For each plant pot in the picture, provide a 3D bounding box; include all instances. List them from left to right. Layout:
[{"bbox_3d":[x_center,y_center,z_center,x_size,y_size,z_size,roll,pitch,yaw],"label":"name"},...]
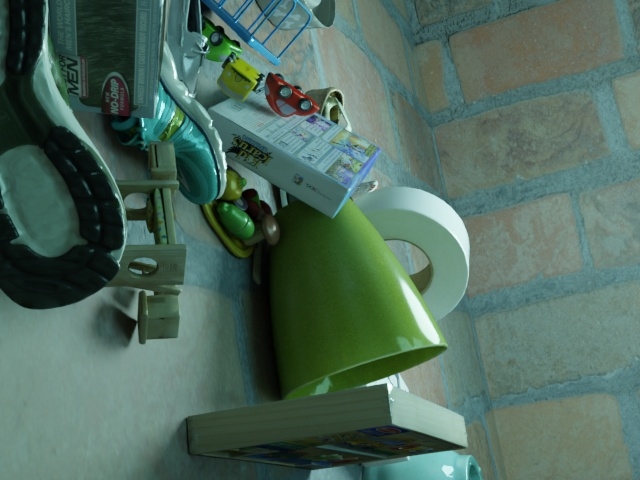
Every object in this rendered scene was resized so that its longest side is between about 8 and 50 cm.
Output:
[{"bbox_3d":[0.028,0.080,1.367,0.275,0.275,0.293,26,44,-67],"label":"plant pot"},{"bbox_3d":[0.225,0.528,1.677,0.293,0.196,0.293,-14,90,-72],"label":"plant pot"}]

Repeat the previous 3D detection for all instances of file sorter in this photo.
[{"bbox_3d":[-0.115,-0.388,1.361,0.170,0.104,0.118,46,10,19],"label":"file sorter"}]

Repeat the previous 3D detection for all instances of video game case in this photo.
[{"bbox_3d":[-0.042,-0.155,1.365,0.061,0.244,0.269,-62,176,23],"label":"video game case"}]

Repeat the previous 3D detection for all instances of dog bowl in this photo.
[{"bbox_3d":[-0.077,-0.598,1.743,0.349,0.102,0.348,-13,90,-71],"label":"dog bowl"}]

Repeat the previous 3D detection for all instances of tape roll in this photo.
[{"bbox_3d":[0.155,0.036,1.687,0.100,0.286,0.286,-70,143,-58],"label":"tape roll"}]

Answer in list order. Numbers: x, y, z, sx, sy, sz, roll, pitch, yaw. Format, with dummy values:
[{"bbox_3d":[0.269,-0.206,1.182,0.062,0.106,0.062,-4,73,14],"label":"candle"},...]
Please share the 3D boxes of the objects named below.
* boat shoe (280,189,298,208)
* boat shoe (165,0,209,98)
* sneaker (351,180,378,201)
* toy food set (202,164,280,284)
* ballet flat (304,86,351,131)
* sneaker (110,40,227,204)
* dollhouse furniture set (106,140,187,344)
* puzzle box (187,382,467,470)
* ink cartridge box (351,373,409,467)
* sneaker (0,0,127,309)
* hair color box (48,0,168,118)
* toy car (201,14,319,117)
[{"bbox_3d":[0.001,-0.001,1.562,0.109,0.091,0.304,-37,112,-70],"label":"boat shoe"},{"bbox_3d":[-0.196,-0.288,1.237,0.066,0.063,0.184,41,40,-60],"label":"boat shoe"},{"bbox_3d":[0.115,-0.101,2.020,0.158,0.061,0.064,-44,125,-68],"label":"sneaker"},{"bbox_3d":[-0.109,-0.045,1.305,0.218,0.071,0.128,58,26,-44],"label":"toy food set"},{"bbox_3d":[0.010,-0.197,1.705,0.107,0.106,0.315,52,30,-51],"label":"ballet flat"},{"bbox_3d":[-0.218,-0.150,1.069,0.275,0.107,0.110,60,44,-29],"label":"sneaker"},{"bbox_3d":[-0.221,0.002,0.985,0.160,0.101,0.181,104,-22,-43],"label":"dollhouse furniture set"},{"bbox_3d":[0.033,0.272,1.182,0.409,0.272,0.052,37,43,-62],"label":"puzzle box"},{"bbox_3d":[0.088,0.294,1.591,0.172,0.100,0.237,-84,154,-44],"label":"ink cartridge box"},{"bbox_3d":[-0.302,-0.136,0.791,0.182,0.158,0.410,176,-103,-77],"label":"sneaker"},{"bbox_3d":[-0.219,-0.332,0.940,0.185,0.114,0.374,106,-14,-49],"label":"hair color box"},{"bbox_3d":[-0.132,-0.274,1.315,0.225,0.053,0.239,45,16,22],"label":"toy car"}]
